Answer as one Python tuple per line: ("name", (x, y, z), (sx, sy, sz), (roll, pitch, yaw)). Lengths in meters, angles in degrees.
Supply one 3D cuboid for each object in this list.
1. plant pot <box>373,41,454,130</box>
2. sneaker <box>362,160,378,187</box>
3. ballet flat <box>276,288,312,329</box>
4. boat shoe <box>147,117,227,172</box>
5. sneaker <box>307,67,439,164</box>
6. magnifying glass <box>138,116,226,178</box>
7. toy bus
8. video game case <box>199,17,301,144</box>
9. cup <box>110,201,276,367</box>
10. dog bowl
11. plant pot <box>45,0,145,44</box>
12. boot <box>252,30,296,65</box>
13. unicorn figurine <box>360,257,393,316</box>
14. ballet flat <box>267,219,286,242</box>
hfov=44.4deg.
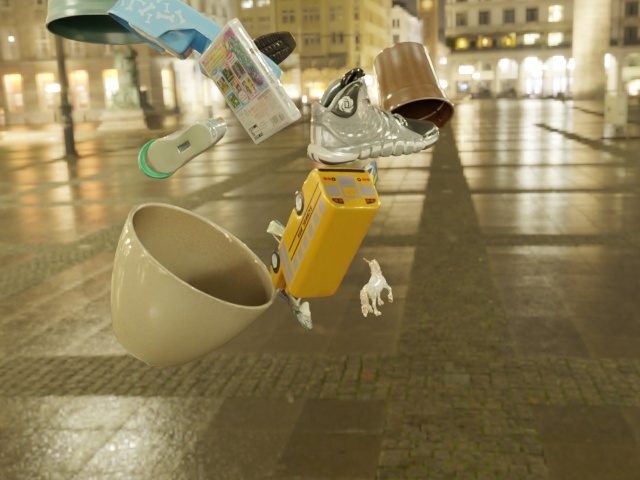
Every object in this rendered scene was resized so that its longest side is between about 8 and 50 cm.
("plant pot", (0.191, -0.331, 1.713), (0.166, 0.165, 0.167), (-10, -23, -4))
("sneaker", (0.118, -0.167, 2.033), (0.059, 0.053, 0.144), (-4, 25, 17))
("ballet flat", (-0.048, 0.137, 1.670), (0.114, 0.041, 0.041), (49, 33, 18))
("boat shoe", (-0.293, -0.212, 1.743), (0.227, 0.079, 0.081), (-18, 9, 40))
("sneaker", (0.084, -0.194, 1.175), (0.228, 0.132, 0.086), (-14, 20, -29))
("magnifying glass", (-0.318, -0.222, 1.817), (0.231, 0.092, 0.026), (-35, 2, -24))
("toy bus", (0.000, 0.000, 1.490), (0.108, 0.333, 0.130), (-2, 51, -23))
("video game case", (-0.095, -0.202, 1.024), (0.019, 0.143, 0.157), (-37, 9, -20))
("cup", (-0.289, 0.115, 1.578), (0.331, 0.237, 0.331), (31, 17, -11))
("dog bowl", (-0.192, -0.312, 1.258), (0.297, 0.074, 0.166), (31, 2, -9))
("plant pot", (-0.525, -0.613, 1.930), (0.292, 0.196, 0.293), (-2, 0, 0))
("boot", (-0.146, -0.447, 1.850), (0.197, 0.077, 0.137), (-22, 24, 15))
("unicorn figurine", (0.137, 0.118, 1.968), (0.060, 0.111, 0.162), (-15, 17, 20))
("ballet flat", (-0.095, 0.000, 2.442), (0.168, 0.052, 0.057), (36, -2, -14))
